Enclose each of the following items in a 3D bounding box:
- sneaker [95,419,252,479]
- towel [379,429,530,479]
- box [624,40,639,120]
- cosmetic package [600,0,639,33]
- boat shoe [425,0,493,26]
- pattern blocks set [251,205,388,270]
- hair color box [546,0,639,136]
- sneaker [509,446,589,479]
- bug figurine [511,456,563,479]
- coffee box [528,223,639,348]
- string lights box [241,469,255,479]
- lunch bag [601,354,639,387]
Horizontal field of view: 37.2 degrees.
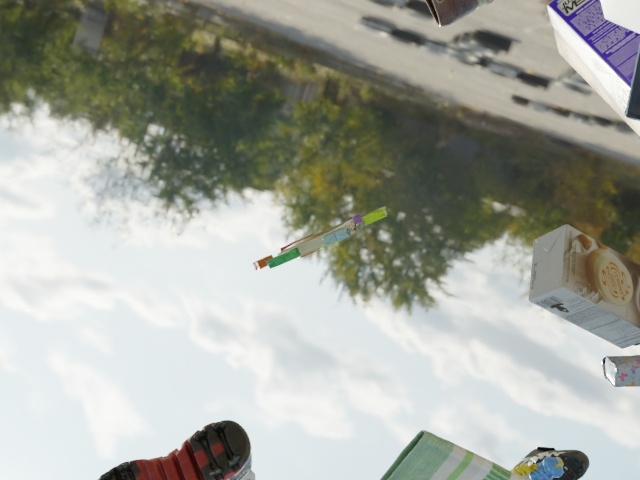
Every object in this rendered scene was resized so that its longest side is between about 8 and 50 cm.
[{"bbox_3d":[-0.222,0.367,1.438,0.135,0.276,0.097,65,180,-62],"label":"sneaker"},{"bbox_3d":[0.211,0.421,1.396,0.325,0.248,0.038,28,-158,-19],"label":"towel"},{"bbox_3d":[0.689,-0.231,1.381,0.313,0.178,0.343,-4,-162,-38],"label":"box"},{"bbox_3d":[0.546,-0.471,1.487,0.138,0.224,0.225,36,175,35],"label":"cosmetic package"},{"bbox_3d":[0.128,-0.479,1.466,0.342,0.123,0.123,57,-179,5],"label":"boat shoe"},{"bbox_3d":[0.000,0.000,1.867,0.285,0.026,0.325,-23,-177,20],"label":"pattern blocks set"},{"bbox_3d":[0.590,-0.335,1.841,0.338,0.110,0.185,58,-174,30],"label":"hair color box"},{"bbox_3d":[0.473,0.463,1.970,0.078,0.234,0.106,50,-132,1],"label":"sneaker"},{"bbox_3d":[0.462,0.520,1.802,0.279,0.216,0.072,48,-126,3],"label":"bug figurine"},{"bbox_3d":[0.523,0.091,1.806,0.247,0.141,0.098,25,148,-22],"label":"coffee box"},{"bbox_3d":[-0.188,0.508,1.937,0.077,0.133,0.260,-9,-175,-16],"label":"string lights box"},{"bbox_3d":[0.560,0.237,1.741,0.071,0.053,0.083,-1,-165,-2],"label":"lunch bag"}]
